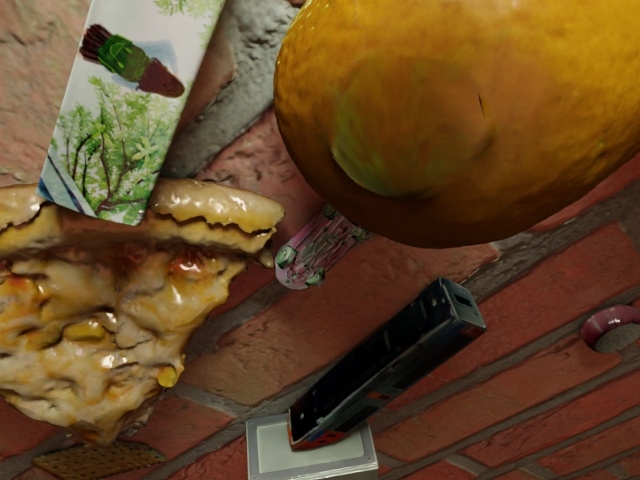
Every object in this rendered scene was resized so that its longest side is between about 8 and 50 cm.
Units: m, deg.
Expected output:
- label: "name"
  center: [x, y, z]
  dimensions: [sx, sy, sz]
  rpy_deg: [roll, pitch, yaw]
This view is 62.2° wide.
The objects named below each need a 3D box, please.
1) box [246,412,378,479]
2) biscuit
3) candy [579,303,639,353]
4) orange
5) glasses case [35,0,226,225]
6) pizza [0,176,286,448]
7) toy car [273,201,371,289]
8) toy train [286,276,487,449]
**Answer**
- label: "box"
  center: [-0.016, 0.387, 0.971]
  dimensions: [0.225, 0.129, 0.086]
  rpy_deg: [-9, 134, -3]
- label: "biscuit"
  center: [-0.414, 0.410, 0.992]
  dimensions: [0.203, 0.016, 0.144]
  rpy_deg: [-17, 135, 6]
- label: "candy"
  center: [0.501, 0.152, 0.909]
  dimensions: [0.103, 0.043, 0.103]
  rpy_deg: [-6, 134, -6]
- label: "orange"
  center: [0.104, -0.113, 0.420]
  dimensions: [0.335, 0.196, 0.262]
  rpy_deg: [-27, 122, 36]
- label: "glasses case"
  center: [-0.150, -0.146, 0.438]
  dimensions: [0.096, 0.062, 0.272]
  rpy_deg: [17, 115, -26]
- label: "pizza"
  center: [-0.297, 0.067, 0.595]
  dimensions: [0.392, 0.080, 0.434]
  rpy_deg: [24, 109, -29]
- label: "toy car"
  center: [0.000, 0.000, 0.655]
  dimensions: [0.142, 0.055, 0.069]
  rpy_deg: [-45, 128, 11]
- label: "toy train"
  center: [0.089, 0.220, 0.862]
  dimensions: [0.089, 0.086, 0.409]
  rpy_deg: [22, 126, -31]
